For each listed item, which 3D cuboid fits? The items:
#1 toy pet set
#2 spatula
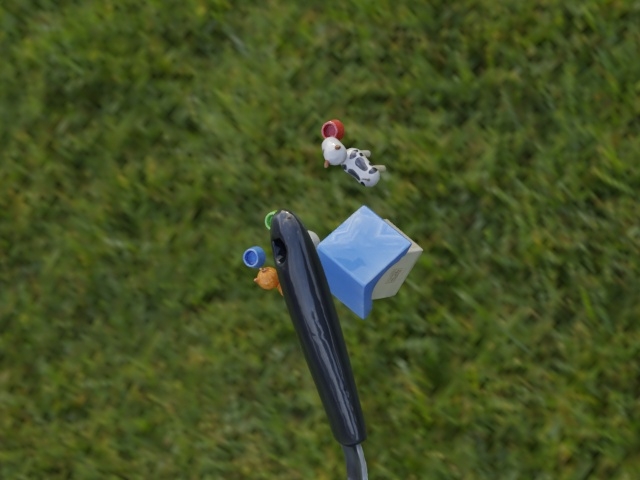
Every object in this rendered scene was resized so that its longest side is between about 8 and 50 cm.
[{"bbox_3d":[0.000,0.000,1.239,0.114,0.065,0.122,40,113,23],"label":"toy pet set"},{"bbox_3d":[0.013,0.126,0.976,0.084,0.030,0.296,9,113,60],"label":"spatula"}]
